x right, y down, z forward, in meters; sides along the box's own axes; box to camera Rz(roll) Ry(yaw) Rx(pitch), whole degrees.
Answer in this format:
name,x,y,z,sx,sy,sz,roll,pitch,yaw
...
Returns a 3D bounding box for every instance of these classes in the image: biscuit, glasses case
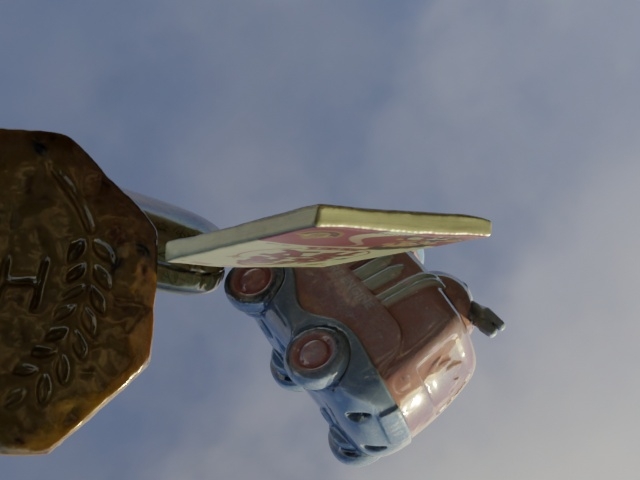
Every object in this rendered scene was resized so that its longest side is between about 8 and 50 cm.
name,x,y,z,sx,sy,sz,roll,pitch,yaw
biscuit,-0.337,0.048,1.375,0.359,0.046,0.359,2,-100,-11
glasses case,-0.310,-0.032,1.543,0.425,0.098,0.156,17,-169,-8

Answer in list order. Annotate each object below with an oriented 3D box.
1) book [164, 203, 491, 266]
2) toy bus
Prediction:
name,x,y,z,sx,sy,sz,roll,pitch,yaw
book,0.000,0.000,1.076,0.162,0.232,0.022,4,-100,-34
toy bus,0.049,0.091,1.545,0.232,0.197,0.294,-35,-133,-8
